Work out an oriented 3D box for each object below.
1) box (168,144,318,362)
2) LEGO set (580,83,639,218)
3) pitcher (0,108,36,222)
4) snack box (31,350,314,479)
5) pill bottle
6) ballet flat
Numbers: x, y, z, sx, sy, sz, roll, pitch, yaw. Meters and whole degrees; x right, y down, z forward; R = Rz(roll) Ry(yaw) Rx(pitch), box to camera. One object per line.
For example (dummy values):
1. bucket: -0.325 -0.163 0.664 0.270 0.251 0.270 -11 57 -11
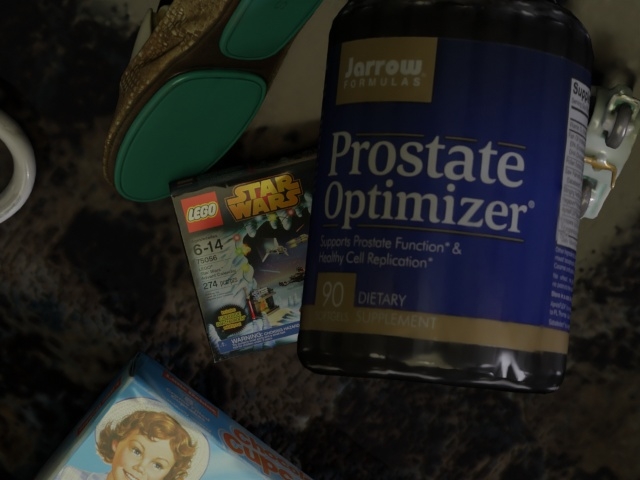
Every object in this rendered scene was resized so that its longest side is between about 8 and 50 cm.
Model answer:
1. box: 0.000 0.000 0.810 0.137 0.027 0.094 -15 108 -3
2. LEGO set: 0.263 -0.029 0.771 0.287 0.107 0.132 23 145 -8
3. pitcher: -0.261 -0.055 0.792 0.178 0.125 0.207 -38 114 -4
4. snack box: -0.031 0.230 0.880 0.322 0.060 0.187 37 99 -8
5. pill bottle: 0.059 -0.044 0.724 0.123 0.123 0.219 5 85 4
6. ballet flat: -0.050 -0.102 0.769 0.073 0.067 0.206 6 141 -38
